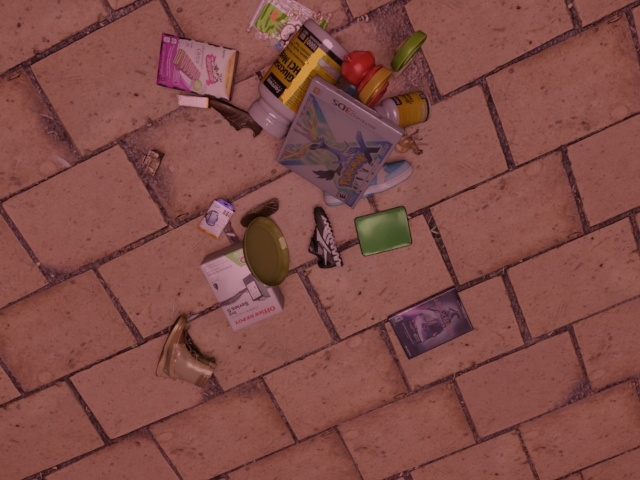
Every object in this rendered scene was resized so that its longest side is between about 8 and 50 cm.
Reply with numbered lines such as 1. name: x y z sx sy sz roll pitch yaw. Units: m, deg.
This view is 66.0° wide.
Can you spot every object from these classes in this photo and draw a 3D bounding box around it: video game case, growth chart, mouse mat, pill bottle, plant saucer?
1. video game case: 0.416 0.312 1.858 0.274 0.026 0.196 -26 105 6
2. growth chart: -0.102 -0.682 1.558 0.237 0.021 0.172 21 105 -7
3. mouse mat: 0.225 -0.032 1.762 0.189 0.007 0.153 -14 106 3
4. pill bottle: -0.070 -0.487 1.519 0.188 0.188 0.334 38 107 -12
5. pill bottle: 0.254 -0.413 1.582 0.184 0.103 0.103 -17 107 -16
6. plant saucer: -0.189 0.041 1.664 0.037 0.241 0.241 -14 108 30
7. video game case: 0.047 -0.283 1.486 0.299 0.036 0.329 31 136 -2

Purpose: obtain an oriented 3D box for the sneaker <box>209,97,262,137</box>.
1. sneaker: -0.277 -0.395 1.598 0.188 0.066 0.071 21 107 -16

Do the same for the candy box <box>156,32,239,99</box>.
1. candy box: -0.387 -0.545 1.558 0.233 0.071 0.159 10 105 -6

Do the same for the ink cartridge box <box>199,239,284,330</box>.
1. ink cartridge box: -0.270 0.153 1.737 0.198 0.115 0.273 -23 105 4

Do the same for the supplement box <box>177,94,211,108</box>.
1. supplement box: -0.406 -0.449 1.589 0.098 0.062 0.036 4 106 -4

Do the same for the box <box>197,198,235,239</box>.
1. box: -0.359 -0.079 1.714 0.081 0.028 0.136 32 100 -10

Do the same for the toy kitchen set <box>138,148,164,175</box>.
1. toy kitchen set: -0.571 -0.264 1.627 0.068 0.075 0.083 27 99 -8

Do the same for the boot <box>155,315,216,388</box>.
1. boot: -0.475 0.415 1.813 0.203 0.095 0.262 20 106 -7

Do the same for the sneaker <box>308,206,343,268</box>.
1. sneaker: 0.000 0.000 1.724 0.106 0.078 0.234 -18 108 0

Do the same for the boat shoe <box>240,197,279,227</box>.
1. boat shoe: -0.211 -0.097 1.711 0.153 0.048 0.056 -33 115 14

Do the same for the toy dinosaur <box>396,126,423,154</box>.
1. toy dinosaur: 0.274 -0.342 1.652 0.183 0.053 0.093 19 106 -7

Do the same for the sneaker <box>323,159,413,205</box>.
1. sneaker: 0.137 -0.255 1.634 0.318 0.127 0.208 -20 107 2

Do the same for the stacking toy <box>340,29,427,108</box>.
1. stacking toy: 0.166 -0.526 1.485 0.130 0.309 0.279 42 87 -1
